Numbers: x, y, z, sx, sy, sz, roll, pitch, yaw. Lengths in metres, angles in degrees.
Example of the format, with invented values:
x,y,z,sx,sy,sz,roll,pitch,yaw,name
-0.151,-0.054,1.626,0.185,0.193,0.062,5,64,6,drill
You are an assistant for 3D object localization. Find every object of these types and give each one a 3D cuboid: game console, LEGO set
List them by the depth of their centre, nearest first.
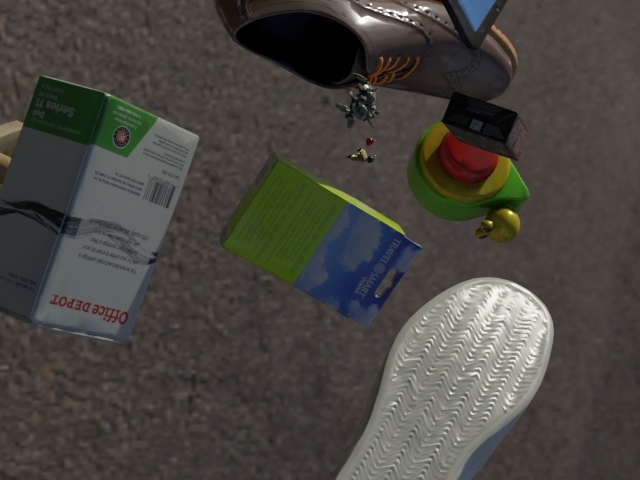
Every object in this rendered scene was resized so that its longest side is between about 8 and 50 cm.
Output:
x,y,z,sx,sy,sz,roll,pitch,yaw,name
0.097,-0.187,0.797,0.071,0.107,0.122,32,37,0,game console
0.041,-0.112,1.279,0.054,0.023,0.083,-21,98,-46,LEGO set

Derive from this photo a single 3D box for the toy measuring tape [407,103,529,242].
x,y,z,sx,sy,sz,roll,pitch,yaw,name
0.130,-0.134,1.650,0.121,0.121,0.330,4,54,-61,toy measuring tape

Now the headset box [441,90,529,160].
x,y,z,sx,sy,sz,roll,pitch,yaw,name
0.150,-0.101,1.260,0.032,0.062,0.083,-68,161,-1,headset box

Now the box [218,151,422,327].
x,y,z,sx,sy,sz,roll,pitch,yaw,name
0.000,0.000,1.428,0.178,0.109,0.042,30,12,-17,box

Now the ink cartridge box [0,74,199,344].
x,y,z,sx,sy,sz,roll,pitch,yaw,name
-0.212,-0.024,1.268,0.153,0.086,0.208,24,84,-61,ink cartridge box

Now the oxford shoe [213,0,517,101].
x,y,z,sx,sy,sz,roll,pitch,yaw,name
0.051,-0.194,1.453,0.363,0.130,0.133,13,44,-24,oxford shoe

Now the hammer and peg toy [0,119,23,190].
x,y,z,sx,sy,sz,roll,pitch,yaw,name
-0.480,-0.055,1.979,0.361,0.127,0.266,-93,-151,-81,hammer and peg toy

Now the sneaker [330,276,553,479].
x,y,z,sx,sy,sz,roll,pitch,yaw,name
0.062,0.164,1.024,0.292,0.108,0.169,-50,168,-36,sneaker
